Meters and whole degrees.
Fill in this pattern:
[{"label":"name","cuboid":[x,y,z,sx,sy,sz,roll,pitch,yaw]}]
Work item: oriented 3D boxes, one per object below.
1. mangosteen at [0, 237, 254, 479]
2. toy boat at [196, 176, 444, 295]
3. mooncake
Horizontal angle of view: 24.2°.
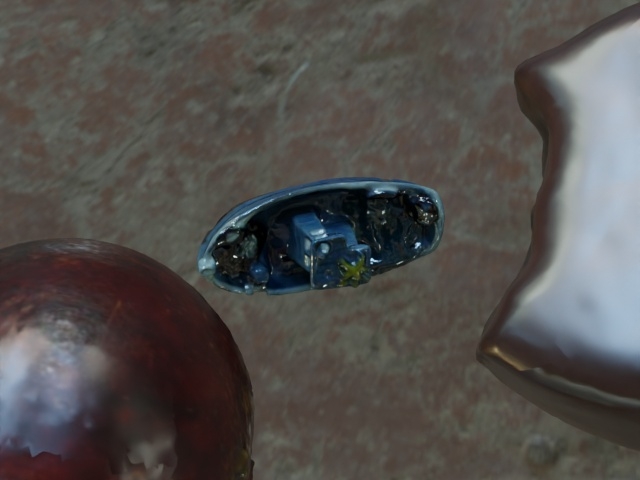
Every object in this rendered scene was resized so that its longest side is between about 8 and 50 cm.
[{"label":"mangosteen","cuboid":[-0.106,0.055,0.470,0.181,0.156,0.146,38,75,-5]},{"label":"toy boat","cuboid":[0.000,0.000,0.787,0.137,0.061,0.060,-6,118,-15]},{"label":"mooncake","cuboid":[0.256,0.000,1.048,0.334,0.174,0.326,-28,61,9]}]
